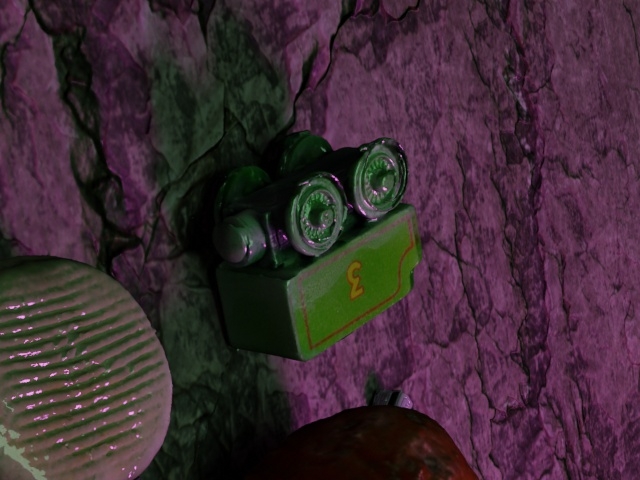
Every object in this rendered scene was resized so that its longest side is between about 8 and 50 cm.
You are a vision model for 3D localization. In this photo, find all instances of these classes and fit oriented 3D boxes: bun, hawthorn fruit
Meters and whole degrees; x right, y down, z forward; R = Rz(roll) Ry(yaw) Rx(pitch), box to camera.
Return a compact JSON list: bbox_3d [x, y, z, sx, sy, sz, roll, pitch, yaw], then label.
[{"bbox_3d":[-0.221,0.113,1.103,0.221,0.108,0.221,31,46,-38],"label":"bun"},{"bbox_3d":[0.032,0.283,1.379,0.261,0.258,0.258,-5,92,-28],"label":"hawthorn fruit"}]

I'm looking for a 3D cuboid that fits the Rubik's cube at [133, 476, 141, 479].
[{"bbox_3d":[-0.190,0.223,1.175,0.093,0.111,0.111,38,53,-15],"label":"Rubik's cube"}]

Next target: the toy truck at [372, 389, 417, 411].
[{"bbox_3d":[0.093,0.205,1.640,0.083,0.044,0.039,60,40,-35],"label":"toy truck"}]

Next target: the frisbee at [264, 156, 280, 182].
[{"bbox_3d":[0.000,0.000,1.542,0.211,0.012,0.188,5,85,-56],"label":"frisbee"}]

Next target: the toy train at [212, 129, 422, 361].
[{"bbox_3d":[-0.002,0.000,1.422,0.243,0.132,0.188,-31,119,-43],"label":"toy train"}]
